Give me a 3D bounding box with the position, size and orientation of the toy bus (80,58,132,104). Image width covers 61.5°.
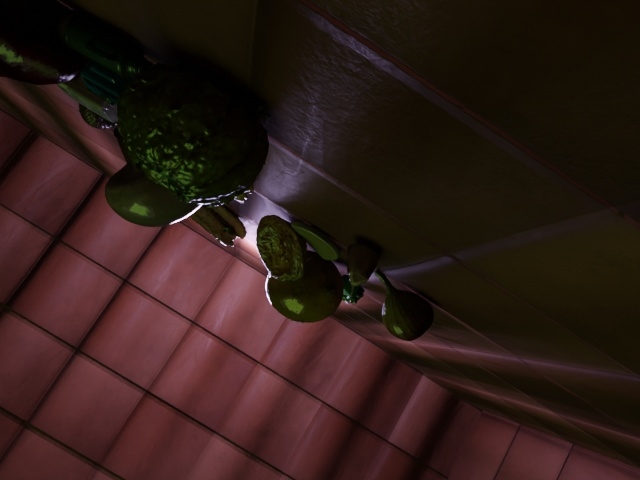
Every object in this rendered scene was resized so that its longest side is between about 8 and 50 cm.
[{"bbox_3d":[-0.429,-0.342,1.191,0.185,0.090,0.106,30,168,2],"label":"toy bus"}]

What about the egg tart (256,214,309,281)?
[{"bbox_3d":[-0.116,0.023,1.742,0.241,0.106,0.241,25,126,41],"label":"egg tart"}]

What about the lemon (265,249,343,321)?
[{"bbox_3d":[-0.052,0.162,1.889,0.310,0.257,0.258,8,154,47],"label":"lemon"}]

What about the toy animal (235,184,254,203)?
[{"bbox_3d":[-0.214,-0.159,1.462,0.083,0.070,0.159,36,163,-11],"label":"toy animal"}]

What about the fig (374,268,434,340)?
[{"bbox_3d":[0.227,0.204,1.625,0.231,0.143,0.160,32,-161,-6],"label":"fig"}]

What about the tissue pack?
[{"bbox_3d":[-0.562,-0.381,1.335,0.149,0.099,0.106,31,170,3],"label":"tissue pack"}]

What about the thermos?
[{"bbox_3d":[-0.416,-0.377,1.050,0.188,0.073,0.083,29,168,7],"label":"thermos"}]

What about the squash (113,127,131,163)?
[{"bbox_3d":[-0.622,-0.268,1.834,0.155,0.204,0.237,5,162,13],"label":"squash"}]

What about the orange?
[{"bbox_3d":[-0.253,-0.196,1.027,0.301,0.223,0.300,34,163,-6],"label":"orange"}]

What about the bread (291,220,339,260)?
[{"bbox_3d":[0.005,0.003,1.639,0.112,0.036,0.193,11,154,47],"label":"bread"}]

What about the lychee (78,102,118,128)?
[{"bbox_3d":[-0.610,-0.366,1.499,0.146,0.114,0.114,49,178,31],"label":"lychee"}]

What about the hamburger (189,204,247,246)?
[{"bbox_3d":[-0.413,-0.088,2.161,0.262,0.124,0.131,46,-179,-35],"label":"hamburger"}]

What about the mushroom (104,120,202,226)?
[{"bbox_3d":[-0.438,-0.192,1.416,0.298,0.297,0.290,18,141,49],"label":"mushroom"}]

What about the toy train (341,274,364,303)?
[{"bbox_3d":[0.066,0.172,2.081,0.119,0.085,0.251,46,161,-31],"label":"toy train"}]

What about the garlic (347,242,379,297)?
[{"bbox_3d":[0.103,0.078,1.459,0.091,0.128,0.198,16,165,0],"label":"garlic"}]

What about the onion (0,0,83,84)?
[{"bbox_3d":[-0.630,-0.404,1.085,0.272,0.195,0.272,44,-169,-11],"label":"onion"}]
